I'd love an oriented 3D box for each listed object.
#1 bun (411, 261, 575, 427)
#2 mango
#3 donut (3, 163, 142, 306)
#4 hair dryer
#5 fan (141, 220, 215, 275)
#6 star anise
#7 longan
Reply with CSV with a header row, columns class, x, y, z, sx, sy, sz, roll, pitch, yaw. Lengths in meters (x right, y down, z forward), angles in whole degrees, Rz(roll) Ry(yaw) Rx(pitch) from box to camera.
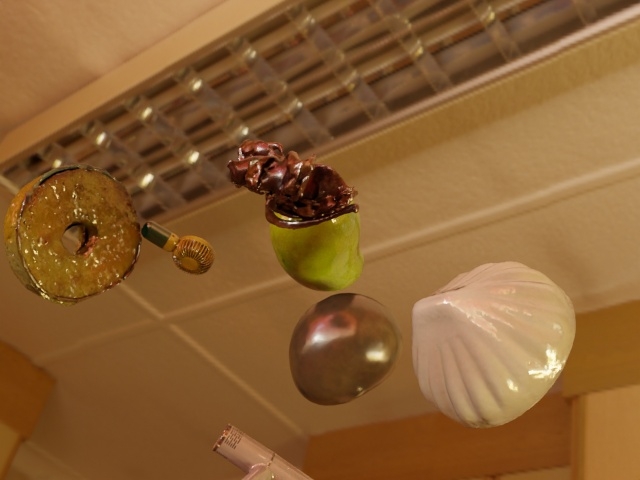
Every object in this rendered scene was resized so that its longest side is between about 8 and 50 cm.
class,x,y,z,sx,sy,sz,roll,pitch,yaw
bun,0.219,0.127,1.314,0.175,0.263,0.263,36,-44,-27
mango,0.000,0.000,1.679,0.175,0.143,0.293,-31,-36,-3
donut,-0.467,-0.008,1.660,0.107,0.272,0.272,-6,-43,38
hair dryer,-0.097,0.397,1.382,0.195,0.220,0.054,33,-69,-1
fan,-0.280,0.014,1.748,0.155,0.039,0.082,31,-46,-13
star anise,-0.057,-0.089,1.427,0.190,0.126,0.220,35,-2,-17
longan,0.039,0.196,1.638,0.220,0.196,0.196,-43,-57,-1
